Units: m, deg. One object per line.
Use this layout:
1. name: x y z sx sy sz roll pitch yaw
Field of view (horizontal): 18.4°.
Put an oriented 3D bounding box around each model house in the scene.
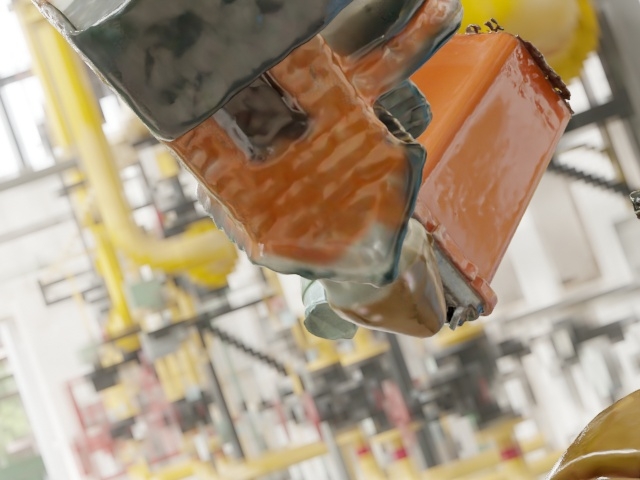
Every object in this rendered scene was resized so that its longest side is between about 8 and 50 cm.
1. model house: 0.004 -0.086 0.975 0.190 0.301 0.271 -39 26 -3

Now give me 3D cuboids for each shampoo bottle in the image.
1. shampoo bottle: 0.000 0.000 1.844 0.049 0.212 0.072 -19 -47 11

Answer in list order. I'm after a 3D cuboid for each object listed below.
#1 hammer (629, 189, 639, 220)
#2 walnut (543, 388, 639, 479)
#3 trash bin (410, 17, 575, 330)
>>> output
1. hammer: 0.224 -0.023 1.211 0.078 0.021 0.201 -18 4 14
2. walnut: 0.157 0.173 0.779 0.203 0.298 0.203 11 -29 6
3. trash bin: 0.091 -0.066 1.672 0.161 0.184 0.239 5 55 48
